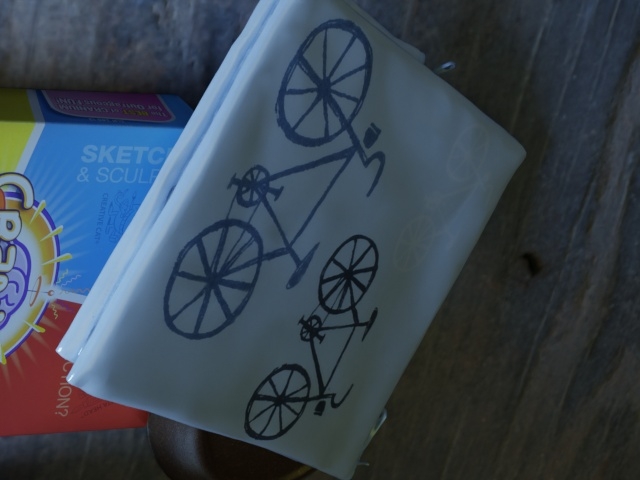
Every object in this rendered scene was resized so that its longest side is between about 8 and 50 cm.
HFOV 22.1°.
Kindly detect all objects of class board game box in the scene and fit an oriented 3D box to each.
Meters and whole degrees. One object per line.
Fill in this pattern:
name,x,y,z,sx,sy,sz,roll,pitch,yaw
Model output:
board game box,-0.247,0.017,1.084,0.316,0.064,0.242,-1,117,-30

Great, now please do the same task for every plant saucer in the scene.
plant saucer,-0.039,0.130,1.293,0.199,0.036,0.198,-14,122,-24

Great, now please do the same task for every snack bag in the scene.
snack bag,0.000,0.000,1.191,0.342,0.037,0.323,29,90,-50
